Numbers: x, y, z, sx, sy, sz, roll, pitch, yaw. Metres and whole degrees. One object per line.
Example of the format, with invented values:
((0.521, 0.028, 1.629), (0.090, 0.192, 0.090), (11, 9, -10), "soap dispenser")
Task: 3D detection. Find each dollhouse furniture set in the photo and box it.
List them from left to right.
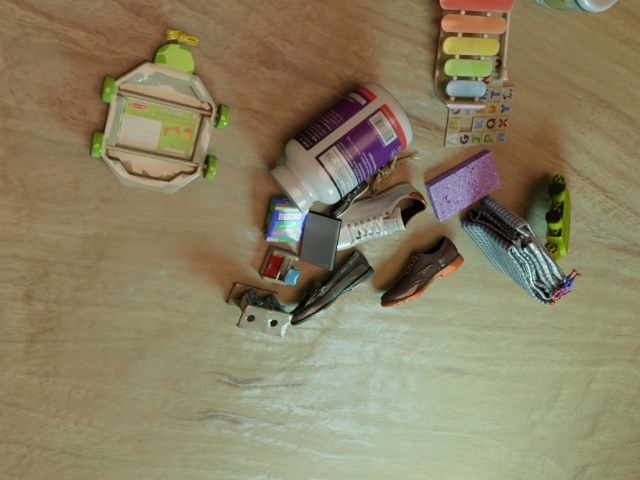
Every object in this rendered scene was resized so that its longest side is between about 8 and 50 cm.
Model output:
((-0.134, 0.119, 1.547), (0.129, 0.129, 0.184), (16, 105, -28), "dollhouse furniture set")

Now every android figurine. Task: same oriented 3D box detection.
((0.685, -0.058, 1.794), (0.273, 0.056, 0.248), (38, 59, -60), "android figurine")

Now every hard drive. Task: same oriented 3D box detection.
((0.000, 0.000, 1.584), (0.022, 0.094, 0.135), (-31, 134, -62), "hard drive")

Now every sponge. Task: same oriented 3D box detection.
((0.396, -0.153, 1.716), (0.210, 0.031, 0.117), (-29, 120, -9), "sponge")

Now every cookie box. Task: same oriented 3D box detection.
((-0.086, -0.049, 1.533), (0.091, 0.040, 0.107), (1, 127, -24), "cookie box")

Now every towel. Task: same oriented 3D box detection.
((0.539, 0.029, 1.739), (0.121, 0.235, 0.284), (-42, 121, 5), "towel")

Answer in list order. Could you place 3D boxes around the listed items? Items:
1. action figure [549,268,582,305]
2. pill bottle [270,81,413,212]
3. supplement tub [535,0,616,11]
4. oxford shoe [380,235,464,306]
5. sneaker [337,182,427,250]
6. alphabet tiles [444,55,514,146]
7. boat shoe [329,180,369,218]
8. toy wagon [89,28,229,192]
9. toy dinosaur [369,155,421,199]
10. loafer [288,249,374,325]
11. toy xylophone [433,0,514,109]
((0.662, 0.131, 1.686), (0.038, 0.030, 0.115), (31, 102, -40), "action figure")
((0.045, -0.211, 1.455), (0.323, 0.181, 0.181), (-38, 121, -4), "pill bottle")
((0.618, -0.635, 1.509), (0.144, 0.199, 0.144), (-9, 115, -20), "supplement tub")
((0.268, 0.089, 1.743), (0.271, 0.097, 0.098), (-34, 101, -12), "oxford shoe")
((0.141, -0.053, 1.598), (0.290, 0.123, 0.106), (-31, 122, -7), "sneaker")
((0.429, -0.369, 1.652), (0.198, 0.009, 0.237), (-6, 114, -21), "alphabet tiles")
((0.066, -0.111, 1.583), (0.133, 0.049, 0.042), (-46, 125, -8), "boat shoe")
((-0.334, -0.276, 1.333), (0.267, 0.068, 0.344), (9, 107, -26), "toy wagon")
((0.176, -0.189, 1.606), (0.183, 0.053, 0.093), (-43, 139, -15), "toy dinosaur")
((0.016, 0.122, 1.649), (0.267, 0.096, 0.084), (-33, 101, -15), "loafer")
((0.386, -0.489, 1.533), (0.236, 0.081, 0.323), (-12, 113, -16), "toy xylophone")
